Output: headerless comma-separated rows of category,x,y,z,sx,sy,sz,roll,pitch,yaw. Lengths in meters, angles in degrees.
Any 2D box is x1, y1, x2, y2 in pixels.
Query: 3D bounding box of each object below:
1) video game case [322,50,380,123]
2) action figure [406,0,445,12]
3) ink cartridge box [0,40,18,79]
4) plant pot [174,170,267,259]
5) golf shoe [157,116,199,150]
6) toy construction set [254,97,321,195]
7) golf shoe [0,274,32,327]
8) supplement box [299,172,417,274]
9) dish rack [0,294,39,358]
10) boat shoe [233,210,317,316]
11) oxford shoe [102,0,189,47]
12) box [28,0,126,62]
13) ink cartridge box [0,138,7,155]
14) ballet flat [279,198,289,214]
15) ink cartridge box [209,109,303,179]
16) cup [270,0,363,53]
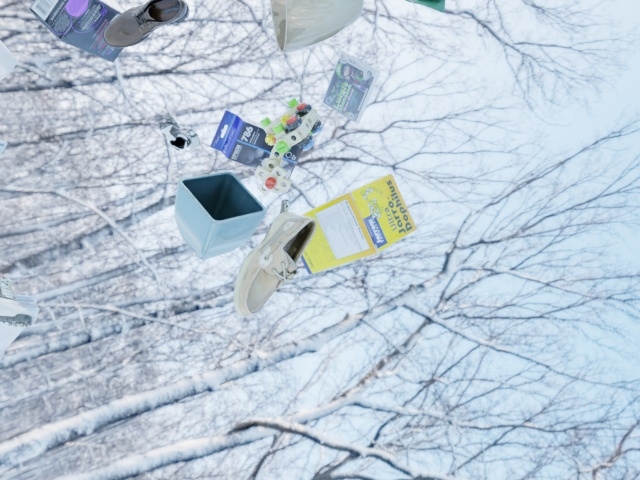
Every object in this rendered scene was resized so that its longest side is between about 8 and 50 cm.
video game case,0.101,-0.523,1.895,0.173,0.022,0.190,39,-60,28
action figure,0.214,-0.621,1.329,0.063,0.232,0.137,-112,-156,-56
ink cartridge box,-0.938,-0.490,1.364,0.283,0.207,0.117,55,7,-33
plant pot,-0.398,-0.074,2.073,0.247,0.248,0.252,47,-51,24
golf shoe,-0.461,-0.328,1.835,0.077,0.198,0.094,-28,-108,16
toy construction set,-0.104,-0.286,1.584,0.215,0.151,0.327,-23,-141,28
golf shoe,-0.843,0.148,1.438,0.273,0.105,0.120,13,-103,26
supplement box,0.086,-0.045,1.742,0.356,0.195,0.194,-21,-84,52
dish rack,-1.062,0.297,1.771,0.072,0.285,0.333,42,-3,10
boat shoe,-0.106,0.056,1.353,0.098,0.302,0.109,11,-34,32
oxford shoe,-0.439,-0.548,1.370,0.083,0.227,0.096,62,2,-14
box,-0.710,-0.680,1.696,0.143,0.270,0.165,44,-79,6
ink cartridge box,-0.945,-0.287,1.381,0.045,0.223,0.224,-64,-178,3
ballet flat,-0.151,-0.127,2.352,0.041,0.041,0.114,-40,-138,52
ink cartridge box,-0.240,-0.360,2.133,0.165,0.333,0.065,-62,-154,22
cup,-0.010,-0.712,1.581,0.331,0.237,0.331,173,-90,-79
